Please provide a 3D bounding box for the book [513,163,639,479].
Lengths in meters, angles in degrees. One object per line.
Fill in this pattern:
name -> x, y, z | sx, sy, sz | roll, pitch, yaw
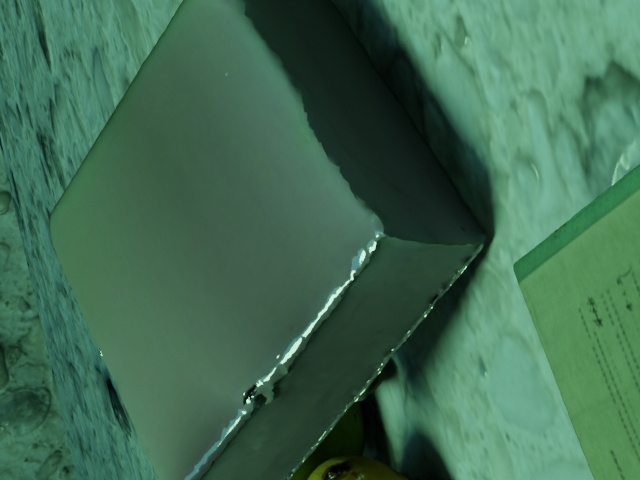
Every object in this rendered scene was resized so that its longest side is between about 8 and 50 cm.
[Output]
book -> 0.191, 0.065, 0.789 | 0.283, 0.025, 0.215 | 132, 119, -68

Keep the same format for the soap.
soap -> -0.058, -0.007, 1.109 | 0.296, 0.107, 0.285 | -51, 54, 33

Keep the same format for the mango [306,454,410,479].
mango -> 0.045, 0.269, 1.250 | 0.138, 0.113, 0.253 | 31, 150, 29

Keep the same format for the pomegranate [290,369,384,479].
pomegranate -> -0.027, 0.149, 1.309 | 0.179, 0.210, 0.179 | -15, -90, -71
